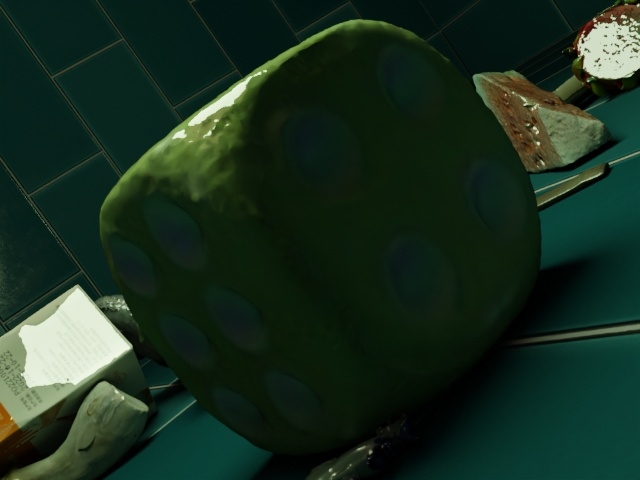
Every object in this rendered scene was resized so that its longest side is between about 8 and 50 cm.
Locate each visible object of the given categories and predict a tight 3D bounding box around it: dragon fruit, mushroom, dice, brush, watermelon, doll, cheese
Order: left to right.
[{"bbox_3d":[-0.322,0.281,1.093,0.223,0.092,0.081,-44,7,-4],"label":"mushroom"},{"bbox_3d":[-0.224,0.105,1.298,0.340,0.246,0.158,140,144,-63],"label":"doll"},{"bbox_3d":[0.000,0.000,0.666,0.250,0.252,0.254,-38,3,-35],"label":"dice"},{"bbox_3d":[0.218,-0.041,0.901,0.190,0.027,0.034,-30,9,38],"label":"brush"},{"bbox_3d":[0.278,-0.148,1.048,0.094,0.154,0.241,-35,18,4],"label":"watermelon"},{"bbox_3d":[0.381,-0.220,1.346,0.400,0.034,0.085,-38,-19,-19],"label":"cheese"},{"bbox_3d":[0.433,-0.280,1.240,0.175,0.142,0.138,47,-117,-75],"label":"dragon fruit"}]

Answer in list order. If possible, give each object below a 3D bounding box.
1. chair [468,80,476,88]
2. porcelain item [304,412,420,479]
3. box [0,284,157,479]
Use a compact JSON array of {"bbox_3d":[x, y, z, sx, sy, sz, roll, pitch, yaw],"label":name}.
[{"bbox_3d":[0.217,-0.190,1.687,0.260,0.141,0.154,-33,5,41],"label":"chair"},{"bbox_3d":[-0.001,0.155,0.507,0.136,0.021,0.075,-34,5,16],"label":"porcelain item"},{"bbox_3d":[-0.419,0.254,1.177,0.341,0.143,0.225,-38,-27,-22],"label":"box"}]
